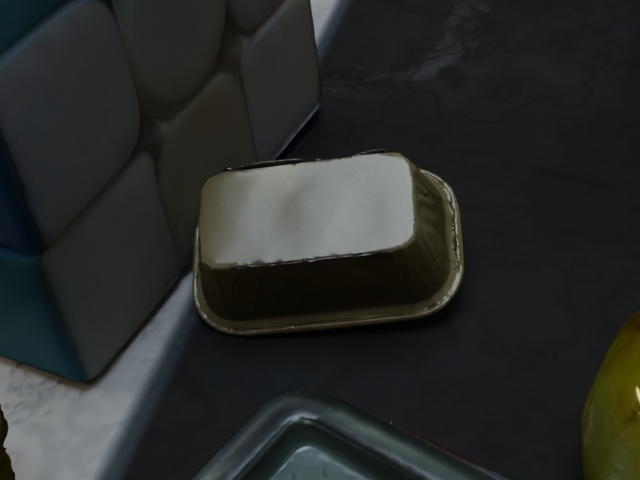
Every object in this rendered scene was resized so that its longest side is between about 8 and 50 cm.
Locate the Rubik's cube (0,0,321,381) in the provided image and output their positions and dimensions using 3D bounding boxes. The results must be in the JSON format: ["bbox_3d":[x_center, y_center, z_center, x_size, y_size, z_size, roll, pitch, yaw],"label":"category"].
[{"bbox_3d":[-0.233,-0.170,0.674,0.344,0.346,0.347,14,44,25],"label":"Rubik's cube"}]

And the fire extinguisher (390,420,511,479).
[{"bbox_3d":[0.059,0.121,0.532,0.083,0.022,0.028,21,78,30],"label":"fire extinguisher"}]

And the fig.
[{"bbox_3d":[0.194,0.087,0.474,0.153,0.120,0.136,-17,36,-11],"label":"fig"}]

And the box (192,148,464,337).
[{"bbox_3d":[0.000,0.000,0.633,0.177,0.111,0.111,-6,40,9],"label":"box"}]

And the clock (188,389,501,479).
[{"bbox_3d":[0.014,0.201,0.370,0.273,0.049,0.279,24,51,32],"label":"clock"}]

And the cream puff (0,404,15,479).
[{"bbox_3d":[-0.253,0.127,0.432,0.244,0.196,0.244,-2,28,1],"label":"cream puff"}]
